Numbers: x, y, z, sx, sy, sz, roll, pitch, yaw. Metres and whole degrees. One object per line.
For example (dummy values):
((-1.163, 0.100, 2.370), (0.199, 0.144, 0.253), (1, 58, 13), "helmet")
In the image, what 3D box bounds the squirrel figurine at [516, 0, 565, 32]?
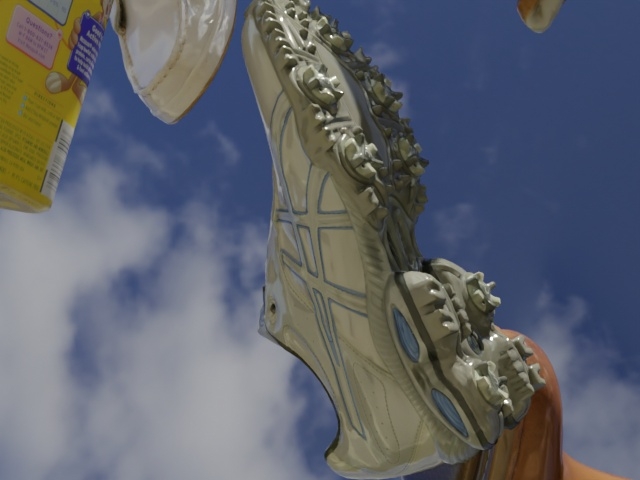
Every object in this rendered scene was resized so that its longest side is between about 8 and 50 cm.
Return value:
((0.313, -0.313, 1.048), (0.370, 0.397, 0.281), (-27, -110, 40), "squirrel figurine")

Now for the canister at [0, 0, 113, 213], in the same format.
((-0.156, -0.110, 0.601), (0.073, 0.126, 0.170), (9, -102, 27), "canister")

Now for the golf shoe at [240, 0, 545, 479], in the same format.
((0.000, 0.000, 0.433), (0.086, 0.069, 0.176), (-31, -106, 29), "golf shoe")

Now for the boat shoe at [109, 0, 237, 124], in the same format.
((-0.127, -0.194, 0.890), (0.098, 0.096, 0.277), (-42, -141, 27), "boat shoe")

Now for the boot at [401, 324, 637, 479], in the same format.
((0.154, 0.144, 0.615), (0.109, 0.220, 0.283), (-109, -165, -58), "boot")
